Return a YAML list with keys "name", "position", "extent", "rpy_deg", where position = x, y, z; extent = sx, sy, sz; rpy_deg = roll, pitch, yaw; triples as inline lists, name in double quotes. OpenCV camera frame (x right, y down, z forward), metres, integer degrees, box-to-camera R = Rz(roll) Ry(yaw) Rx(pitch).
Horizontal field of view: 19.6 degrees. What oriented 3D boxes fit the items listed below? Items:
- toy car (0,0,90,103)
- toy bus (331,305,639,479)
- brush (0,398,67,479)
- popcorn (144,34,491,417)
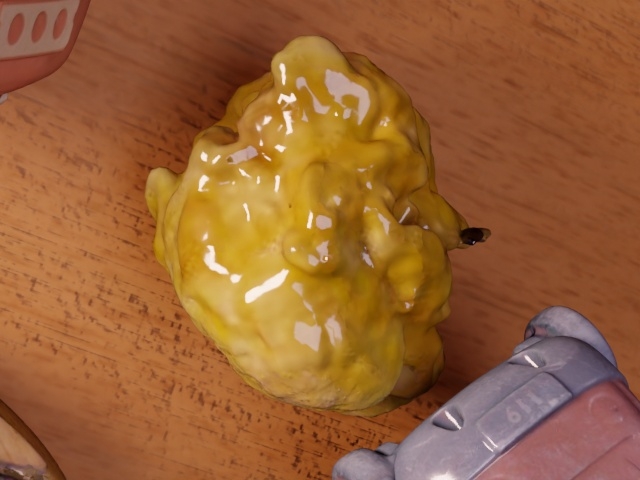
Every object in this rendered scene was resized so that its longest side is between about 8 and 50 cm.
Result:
- name: "toy car"
  position: [-0.232, -0.157, 1.002]
  extent: [0.270, 0.181, 0.212]
  rpy_deg: [-16, 119, -60]
- name: "toy bus"
  position: [0.146, 0.209, 1.211]
  extent: [0.197, 0.232, 0.294]
  rpy_deg: [-34, 156, -22]
- name: "brush"
  position: [-0.228, 0.167, 1.095]
  extent: [0.174, 0.166, 0.266]
  rpy_deg: [-32, 109, -19]
- name: "popcorn"
  position: [-0.002, 0.004, 1.167]
  extent: [0.191, 0.190, 0.253]
  rpy_deg: [-26, 111, 11]
